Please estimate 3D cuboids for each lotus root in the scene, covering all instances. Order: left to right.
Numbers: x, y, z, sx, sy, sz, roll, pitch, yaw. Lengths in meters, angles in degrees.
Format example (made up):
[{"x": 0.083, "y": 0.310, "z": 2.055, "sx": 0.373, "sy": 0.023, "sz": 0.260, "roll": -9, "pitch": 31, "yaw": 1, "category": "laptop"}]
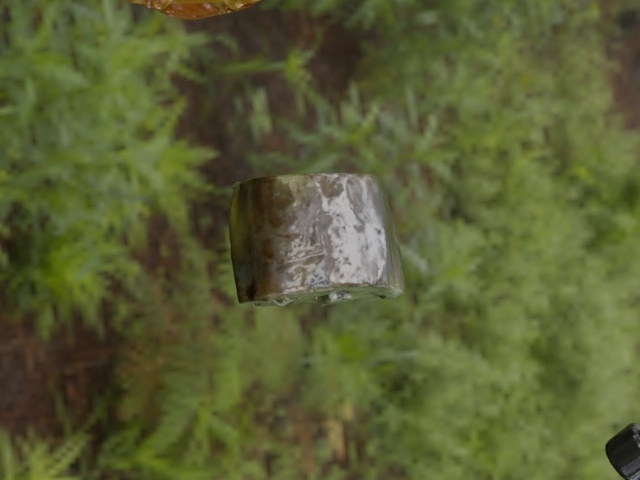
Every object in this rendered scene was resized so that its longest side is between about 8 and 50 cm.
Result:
[{"x": 0.000, "y": 0.000, "z": 1.763, "sx": 0.235, "sy": 0.138, "sz": 0.119, "roll": 7, "pitch": 77, "yaw": -80, "category": "lotus root"}]

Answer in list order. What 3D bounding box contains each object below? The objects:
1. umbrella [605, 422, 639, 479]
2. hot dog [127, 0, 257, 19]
[{"x": 0.283, "y": 0.094, "z": 1.276, "sx": 0.080, "sy": 0.224, "sz": 0.071, "roll": 26, "pitch": 34, "yaw": -52, "category": "umbrella"}, {"x": -0.053, "y": -0.252, "z": 1.406, "sx": 0.153, "sy": 0.257, "sz": 0.150, "roll": 40, "pitch": 26, "yaw": -27, "category": "hot dog"}]
